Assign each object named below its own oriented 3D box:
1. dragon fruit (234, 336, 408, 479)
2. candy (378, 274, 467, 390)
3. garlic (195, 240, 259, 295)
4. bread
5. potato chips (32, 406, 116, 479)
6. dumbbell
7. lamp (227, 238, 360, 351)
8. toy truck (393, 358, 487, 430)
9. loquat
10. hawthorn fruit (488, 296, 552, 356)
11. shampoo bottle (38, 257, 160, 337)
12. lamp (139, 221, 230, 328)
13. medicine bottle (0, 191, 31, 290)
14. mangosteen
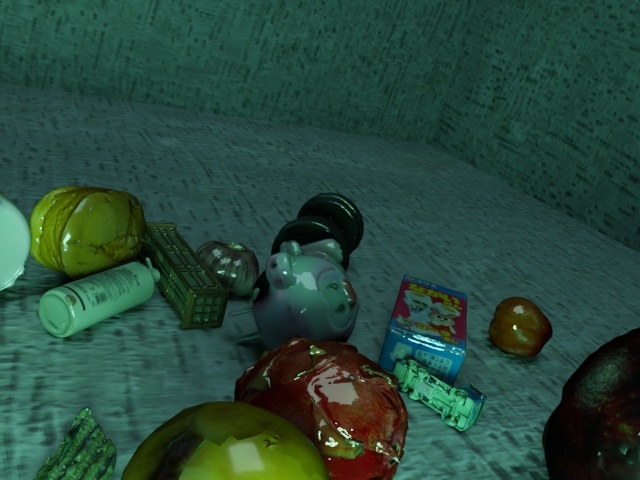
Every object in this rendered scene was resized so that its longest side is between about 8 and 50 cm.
[{"bbox_3d":[-0.002,0.247,0.888,0.252,0.241,0.241,37,25,12],"label":"dragon fruit"},{"bbox_3d":[0.227,0.186,1.384,0.157,0.100,0.306,17,21,7],"label":"candy"},{"bbox_3d":[-0.203,0.052,1.418,0.147,0.101,0.159,5,20,-39],"label":"garlic"},{"bbox_3d":[-0.446,-0.012,1.271,0.143,0.195,0.270,15,1,15],"label":"bread"},{"bbox_3d":[-0.307,0.292,0.828,0.092,0.028,0.207,15,22,-3],"label":"potato chips"},{"bbox_3d":[0.000,0.000,1.592,0.185,0.185,0.388,18,21,7],"label":"dumbbell"},{"bbox_3d":[-0.047,0.119,1.254,0.248,0.247,0.301,-14,10,9],"label":"lamp"},{"bbox_3d":[0.220,0.277,1.197,0.175,0.067,0.081,27,18,38],"label":"toy truck"},{"bbox_3d":[-0.102,0.290,0.690,0.235,0.234,0.235,13,20,-5],"label":"loquat"},{"bbox_3d":[0.457,0.201,1.471,0.138,0.132,0.133,25,22,15],"label":"hawthorn fruit"},{"bbox_3d":[-0.390,0.097,1.195,0.085,0.085,0.262,23,21,19],"label":"shampoo bottle"},{"bbox_3d":[-0.297,0.063,1.346,0.089,0.090,0.325,2,25,-34],"label":"lamp"},{"bbox_3d":[-0.707,-0.052,1.176,0.379,0.213,0.214,30,25,35],"label":"medicine bottle"},{"bbox_3d":[0.527,0.310,0.931,0.381,0.380,0.421,25,-6,25],"label":"mangosteen"}]
